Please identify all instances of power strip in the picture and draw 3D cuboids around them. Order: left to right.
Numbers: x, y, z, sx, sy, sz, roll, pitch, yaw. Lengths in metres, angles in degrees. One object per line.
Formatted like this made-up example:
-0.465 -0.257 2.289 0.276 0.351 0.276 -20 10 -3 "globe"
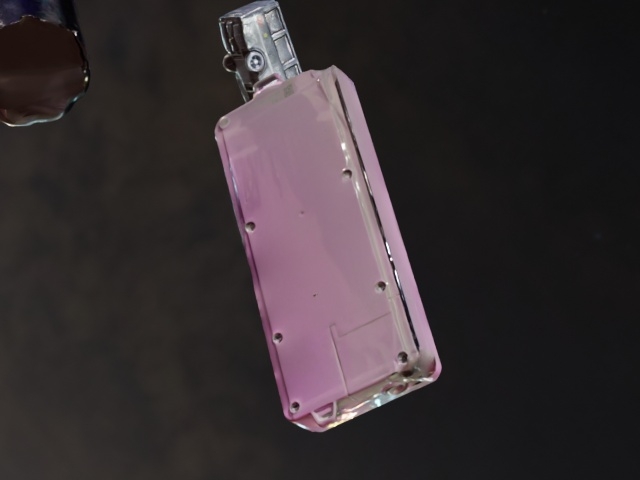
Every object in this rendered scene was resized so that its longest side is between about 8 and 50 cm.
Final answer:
0.000 0.000 1.015 0.109 0.279 0.037 -27 -32 19 "power strip"

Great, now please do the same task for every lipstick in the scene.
-0.214 -0.204 0.939 0.418 0.077 0.077 -116 -170 -51 "lipstick"

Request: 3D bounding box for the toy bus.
-0.046 -0.148 1.389 0.047 0.065 0.166 10 -55 54 "toy bus"
